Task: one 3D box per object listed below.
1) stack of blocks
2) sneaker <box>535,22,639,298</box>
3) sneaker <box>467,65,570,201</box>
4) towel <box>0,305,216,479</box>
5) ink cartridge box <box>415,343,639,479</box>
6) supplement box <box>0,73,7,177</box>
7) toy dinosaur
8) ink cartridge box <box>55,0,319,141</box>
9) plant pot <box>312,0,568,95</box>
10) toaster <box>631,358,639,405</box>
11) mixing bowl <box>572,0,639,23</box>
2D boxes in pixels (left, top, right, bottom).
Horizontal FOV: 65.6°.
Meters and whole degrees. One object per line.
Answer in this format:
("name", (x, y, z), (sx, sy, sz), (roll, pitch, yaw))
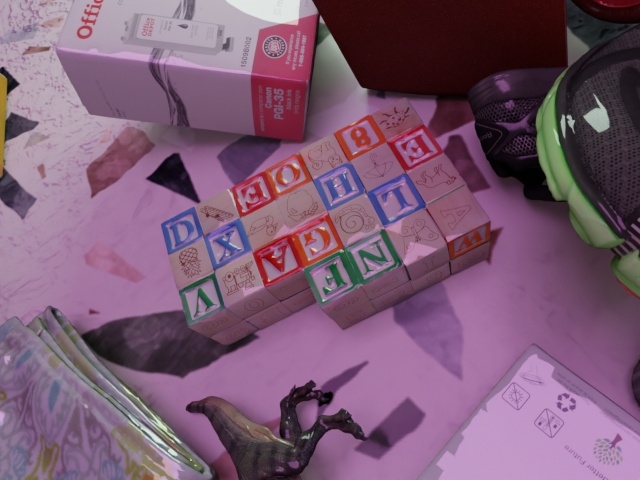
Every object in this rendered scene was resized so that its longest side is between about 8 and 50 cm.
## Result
("stack of blocks", (0.000, 0.000, 0.520), (0.296, 0.087, 0.171), (-26, 61, 4))
("sneaker", (0.333, -0.141, 0.347), (0.482, 0.202, 0.185), (-39, 84, -22))
("sneaker", (0.267, -0.107, 0.496), (0.227, 0.087, 0.131), (-9, 89, -8))
("towel", (-0.312, 0.289, 0.481), (0.320, 0.090, 0.375), (30, 77, 28))
("ink cartridge box", (0.125, 0.257, 0.374), (0.333, 0.065, 0.165), (-45, 61, -8))
("supplement box", (-0.565, -0.193, 0.795), (0.080, 0.078, 0.234), (-22, 60, 10))
("toy dinosaur", (-0.031, 0.182, 0.433), (0.118, 0.064, 0.268), (-39, 38, -15))
("ink cartridge box", (-0.146, -0.254, 0.622), (0.282, 0.117, 0.208), (7, 67, -2))
("plant pot", (0.123, -0.320, 0.549), (0.235, 0.267, 0.268), (-9, 63, 24))
("toaster", (0.343, 0.066, 0.348), (0.227, 0.146, 0.129), (-42, 62, -5))
("mixing bowl", (0.299, -0.281, 0.464), (0.181, 0.182, 0.098), (25, 53, 26))
